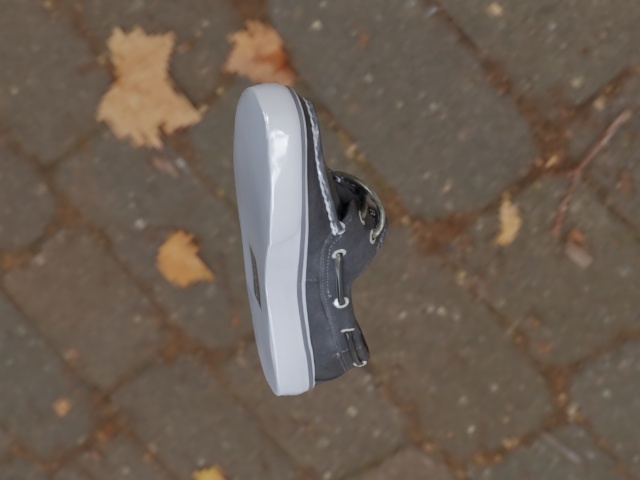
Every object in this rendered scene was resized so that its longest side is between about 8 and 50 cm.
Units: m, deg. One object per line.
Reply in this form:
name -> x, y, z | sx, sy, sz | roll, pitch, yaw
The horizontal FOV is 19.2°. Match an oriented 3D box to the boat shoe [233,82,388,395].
boat shoe -> 0.000, 0.000, 1.038 | 0.080, 0.076, 0.228 | -114, 14, -44
